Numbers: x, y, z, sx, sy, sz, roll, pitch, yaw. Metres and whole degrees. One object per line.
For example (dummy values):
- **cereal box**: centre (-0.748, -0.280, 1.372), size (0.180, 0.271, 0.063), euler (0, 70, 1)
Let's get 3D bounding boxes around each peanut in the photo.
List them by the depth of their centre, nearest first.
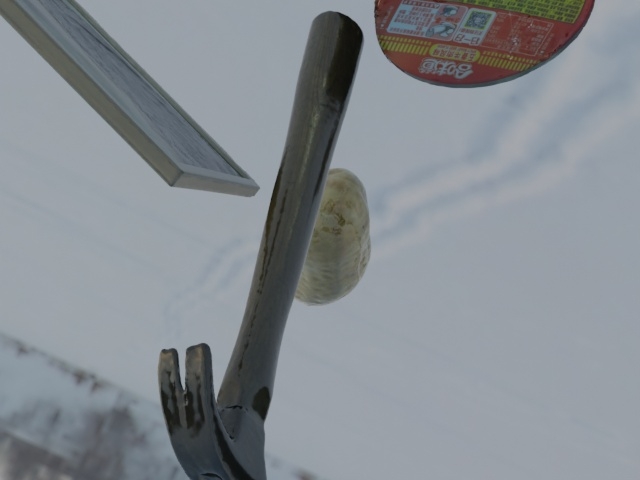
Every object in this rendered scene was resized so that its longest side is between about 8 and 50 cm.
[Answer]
- **peanut**: centre (0.000, 0.000, 2.273), size (0.137, 0.122, 0.253), euler (26, 150, 18)

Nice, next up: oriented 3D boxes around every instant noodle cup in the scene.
- **instant noodle cup**: centre (0.119, -0.270, 1.480), size (0.193, 0.212, 0.193), euler (-6, 142, -5)

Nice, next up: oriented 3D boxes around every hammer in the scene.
- **hammer**: centre (-0.027, -0.001, 1.318), size (0.044, 0.440, 0.168), euler (-8, 138, 27)

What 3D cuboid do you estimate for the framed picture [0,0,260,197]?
- **framed picture**: centre (-0.169, -0.132, 1.392), size (0.265, 0.018, 0.192), euler (45, -170, 12)
